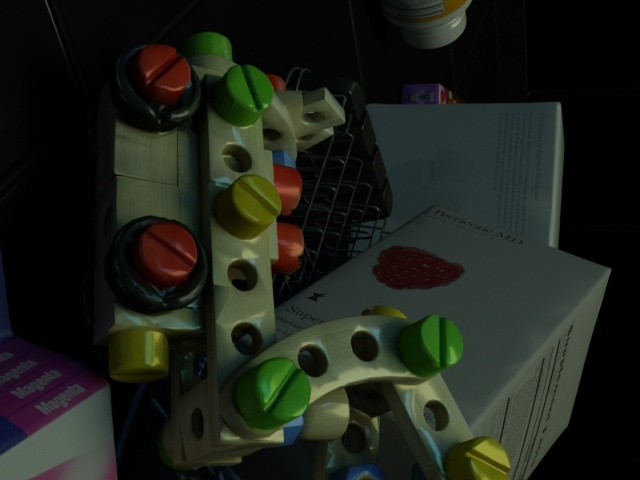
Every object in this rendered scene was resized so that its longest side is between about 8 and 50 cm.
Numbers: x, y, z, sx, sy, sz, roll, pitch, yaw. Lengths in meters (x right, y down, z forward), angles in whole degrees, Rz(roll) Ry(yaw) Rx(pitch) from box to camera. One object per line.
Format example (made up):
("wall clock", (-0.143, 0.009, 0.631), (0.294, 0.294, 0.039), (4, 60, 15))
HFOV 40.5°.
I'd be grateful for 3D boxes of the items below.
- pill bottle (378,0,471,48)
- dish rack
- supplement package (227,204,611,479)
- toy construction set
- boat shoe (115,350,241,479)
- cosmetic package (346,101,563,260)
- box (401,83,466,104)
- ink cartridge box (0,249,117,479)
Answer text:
("pill bottle", (0.114, -0.329, 1.003), (0.215, 0.117, 0.117), (66, 32, -51))
("dish rack", (0.000, 0.000, 0.792), (0.208, 0.074, 0.271), (65, 35, -50))
("supplement package", (0.083, 0.115, 0.690), (0.293, 0.178, 0.175), (-31, 135, -49))
("toy construction set", (-0.028, 0.001, 0.497), (0.151, 0.215, 0.327), (-53, -141, 40))
("boat shoe", (-0.080, 0.193, 0.550), (0.109, 0.089, 0.258), (32, 62, -68))
("cosmetic package", (0.164, -0.034, 1.014), (0.138, 0.225, 0.223), (39, 56, -66))
("box", (0.166, -0.069, 1.263), (0.201, 0.057, 0.293), (-5, 97, -70))
("ink cartridge box", (-0.180, 0.173, 0.303), (0.324, 0.072, 0.329), (-34, 125, -66))
